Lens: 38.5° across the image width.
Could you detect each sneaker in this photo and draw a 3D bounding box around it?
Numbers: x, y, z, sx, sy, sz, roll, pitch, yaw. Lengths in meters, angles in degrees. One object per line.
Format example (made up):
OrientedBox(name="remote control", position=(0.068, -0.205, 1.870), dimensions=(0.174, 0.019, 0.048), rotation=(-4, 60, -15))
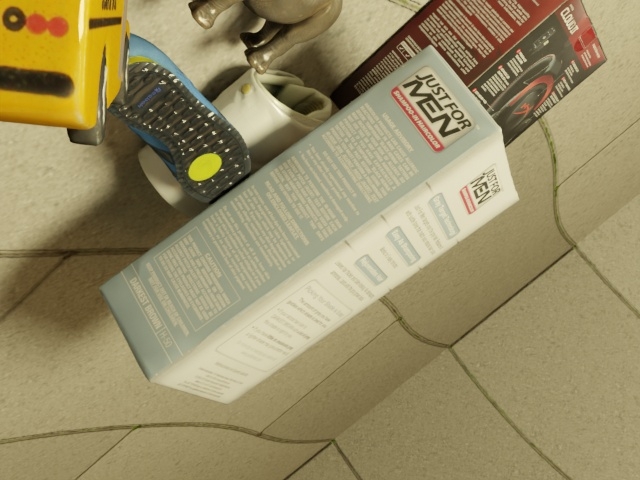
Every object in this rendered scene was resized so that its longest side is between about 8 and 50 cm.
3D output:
OrientedBox(name="sneaker", position=(-0.040, -0.076, 0.955), dimensions=(0.169, 0.108, 0.292), rotation=(-37, 157, 11))
OrientedBox(name="sneaker", position=(-0.126, -0.107, 0.771), dimensions=(0.069, 0.082, 0.209), rotation=(-38, 145, 2))

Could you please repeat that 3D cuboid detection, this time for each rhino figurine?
OrientedBox(name="rhino figurine", position=(-0.058, -0.212, 0.701), dimensions=(0.106, 0.073, 0.243), rotation=(-36, 157, 12))

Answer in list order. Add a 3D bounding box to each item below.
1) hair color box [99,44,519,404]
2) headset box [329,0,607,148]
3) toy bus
OrientedBox(name="hair color box", position=(0.000, 0.000, 0.880), dimensions=(0.374, 0.114, 0.185), rotation=(-35, 157, 4))
OrientedBox(name="headset box", position=(0.186, -0.194, 1.035), dimensions=(0.293, 0.110, 0.218), rotation=(-41, 157, 15))
OrientedBox(name="toy bus", position=(-0.162, -0.129, 0.489), dimensions=(0.108, 0.333, 0.130), rotation=(4, 104, -10))
